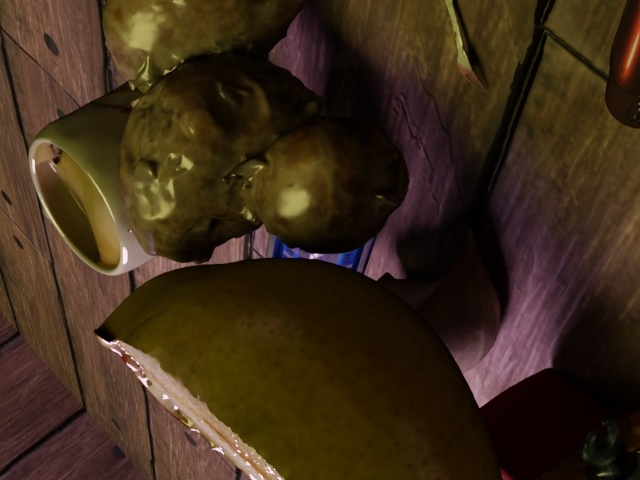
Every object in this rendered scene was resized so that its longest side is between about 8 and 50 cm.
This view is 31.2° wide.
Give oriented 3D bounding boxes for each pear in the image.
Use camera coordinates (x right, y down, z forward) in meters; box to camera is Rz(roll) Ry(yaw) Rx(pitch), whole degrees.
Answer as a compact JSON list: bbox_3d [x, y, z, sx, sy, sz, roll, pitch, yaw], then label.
[{"bbox_3d":[0.008,0.135,0.962,0.386,0.191,0.340,36,165,30],"label":"pear"}]

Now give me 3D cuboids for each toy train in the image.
[{"bbox_3d":[0.246,0.272,1.033,0.231,0.163,0.369,43,156,51],"label":"toy train"}]

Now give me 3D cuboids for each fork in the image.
[{"bbox_3d":[0.105,-0.164,0.880,0.016,0.012,0.115,11,132,47],"label":"fork"}]

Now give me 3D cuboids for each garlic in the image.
[{"bbox_3d":[0.111,0.083,1.098,0.115,0.128,0.206,33,151,-12],"label":"garlic"}]

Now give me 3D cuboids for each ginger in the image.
[{"bbox_3d":[-0.087,-0.142,1.012,0.256,0.176,0.375,-27,78,26],"label":"ginger"}]

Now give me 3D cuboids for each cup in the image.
[{"bbox_3d":[-0.182,-0.063,1.206,0.173,0.202,0.255,50,149,9],"label":"cup"}]

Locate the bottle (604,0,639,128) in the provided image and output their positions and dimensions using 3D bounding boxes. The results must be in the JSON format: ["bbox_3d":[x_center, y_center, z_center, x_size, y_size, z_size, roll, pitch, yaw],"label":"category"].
[{"bbox_3d":[0.209,-0.132,0.682,0.060,0.060,0.164,42,154,24],"label":"bottle"}]

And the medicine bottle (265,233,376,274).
[{"bbox_3d":[0.000,0.000,1.165,0.107,0.107,0.191,45,154,17],"label":"medicine bottle"}]
